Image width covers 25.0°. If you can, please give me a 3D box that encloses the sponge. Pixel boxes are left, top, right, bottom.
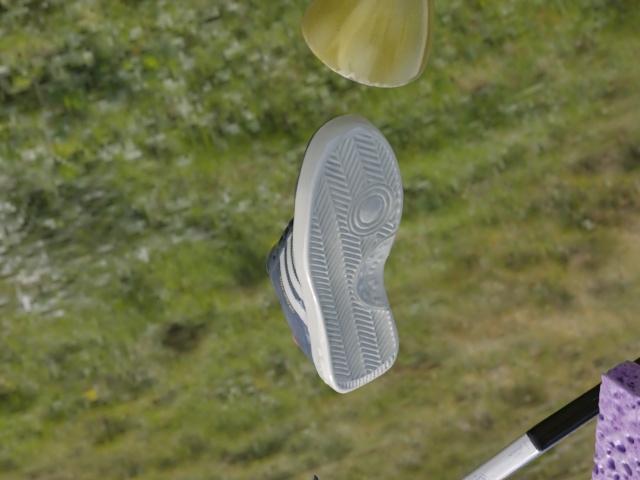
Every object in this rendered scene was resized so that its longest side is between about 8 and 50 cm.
[{"bbox_3d":[0.233,0.196,0.990,0.031,0.117,0.210,-20,126,-28],"label":"sponge"}]

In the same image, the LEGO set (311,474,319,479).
[{"bbox_3d":[0.051,0.282,0.817,0.255,0.192,0.331,7,128,-1],"label":"LEGO set"}]

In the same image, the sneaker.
[{"bbox_3d":[0.000,0.000,1.553,0.131,0.148,0.350,-21,132,-25],"label":"sneaker"}]

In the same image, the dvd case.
[{"bbox_3d":[0.190,0.174,1.255,0.180,0.022,0.253,-27,166,-31],"label":"dvd case"}]

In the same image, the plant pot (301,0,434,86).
[{"bbox_3d":[0.059,-0.231,1.420,0.134,0.134,0.095,-8,144,-29],"label":"plant pot"}]
